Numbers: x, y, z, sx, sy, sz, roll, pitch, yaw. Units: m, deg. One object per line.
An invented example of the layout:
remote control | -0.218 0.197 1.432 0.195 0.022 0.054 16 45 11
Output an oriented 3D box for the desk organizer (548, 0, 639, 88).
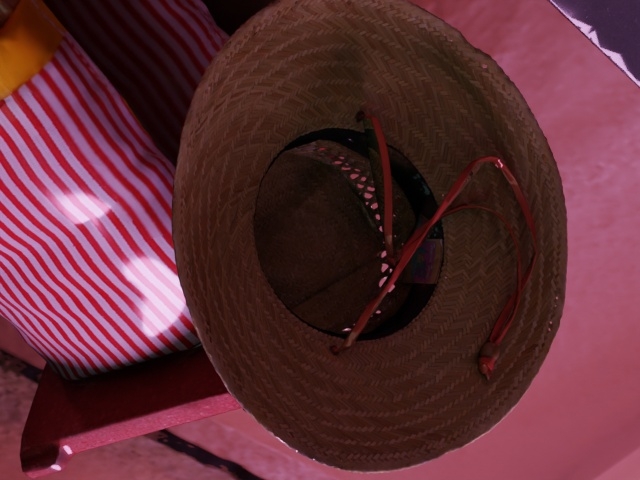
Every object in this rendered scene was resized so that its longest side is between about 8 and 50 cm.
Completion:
desk organizer | 0.081 -0.083 0.500 0.047 0.050 0.130 -40 123 20

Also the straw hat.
straw hat | 0.000 0.000 0.539 0.144 0.144 0.061 41 152 -29

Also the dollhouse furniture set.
dollhouse furniture set | 0.008 -0.081 0.589 0.374 0.152 0.201 -20 129 28
